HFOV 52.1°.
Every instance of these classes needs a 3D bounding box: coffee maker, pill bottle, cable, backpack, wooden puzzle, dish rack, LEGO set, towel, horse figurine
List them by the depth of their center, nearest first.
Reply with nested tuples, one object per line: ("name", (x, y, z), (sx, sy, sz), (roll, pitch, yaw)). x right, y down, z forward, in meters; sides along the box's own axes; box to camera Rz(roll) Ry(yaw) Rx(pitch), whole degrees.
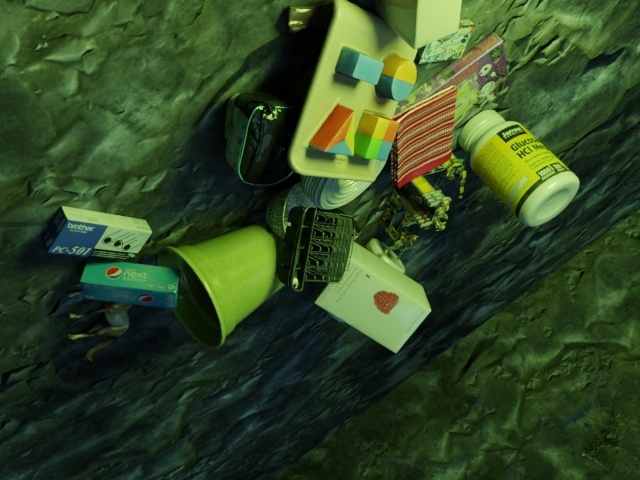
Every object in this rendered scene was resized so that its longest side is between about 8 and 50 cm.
("backpack", (-0.120, -0.216, 1.377), (0.166, 0.144, 0.188), (-9, 123, -37))
("wooden puzzle", (0.092, -0.294, 1.377), (0.322, 0.081, 0.347), (-2, 111, -54))
("cable", (0.065, -0.189, 1.620), (0.257, 0.089, 0.257), (-34, 157, -23))
("horse figurine", (-0.532, 0.191, 1.622), (0.175, 0.066, 0.263), (-8, 138, -28))
("dish rack", (0.008, 0.021, 1.653), (0.272, 0.074, 0.208), (6, 96, -50))
("towel", (0.272, -0.266, 1.723), (0.199, 0.031, 0.274), (-29, 149, -11))
("coffee maker", (0.000, 0.000, 1.821), (0.171, 0.120, 0.178), (6, 130, -47))
("pill bottle", (0.546, -0.213, 1.847), (0.188, 0.334, 0.187), (-25, 148, -17))
("LEGO set", (0.327, -0.089, 1.943), (0.255, 0.192, 0.331), (-10, 141, -35))
("pill bottle", (0.128, 0.131, 2.093), (0.265, 0.153, 0.153), (-44, 148, 14))

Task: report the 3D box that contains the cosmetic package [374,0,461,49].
("cosmetic package", (0.184, -0.538, 1.223), (0.113, 0.160, 0.309), (-26, 147, -13))

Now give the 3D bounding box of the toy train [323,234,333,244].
("toy train", (0.041, 0.010, 1.763), (0.083, 0.023, 0.017), (26, 119, -28))

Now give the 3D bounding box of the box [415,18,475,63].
("box", (0.293, -0.471, 1.547), (0.137, 0.027, 0.094), (-16, 145, -30))

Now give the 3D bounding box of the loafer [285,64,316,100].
("loafer", (-0.034, -0.283, 1.449), (0.084, 0.096, 0.267), (-29, 162, -51))

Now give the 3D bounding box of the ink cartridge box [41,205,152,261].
("ink cartridge box", (-0.479, -0.010, 1.414), (0.207, 0.046, 0.097), (10, 126, -50))

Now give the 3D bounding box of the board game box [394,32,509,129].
("board game box", (0.336, -0.366, 1.718), (0.347, 0.056, 0.208), (-36, 145, 2))

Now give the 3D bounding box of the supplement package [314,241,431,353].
("supplement package", (0.149, 0.159, 1.927), (0.293, 0.175, 0.177), (32, 106, -11))

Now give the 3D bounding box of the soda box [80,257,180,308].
("soda box", (-0.429, 0.098, 1.492), (0.210, 0.071, 0.067), (8, 139, -6))

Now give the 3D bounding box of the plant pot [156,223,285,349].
("plant pot", (-0.224, 0.087, 1.624), (0.254, 0.276, 0.276), (-30, 151, -32))

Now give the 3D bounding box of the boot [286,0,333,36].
("boot", (-0.019, -0.422, 1.301), (0.114, 0.037, 0.106), (-24, 134, -24))

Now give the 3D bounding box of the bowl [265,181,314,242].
("bowl", (-0.086, -0.065, 1.660), (0.170, 0.080, 0.170), (-23, 116, -61))
